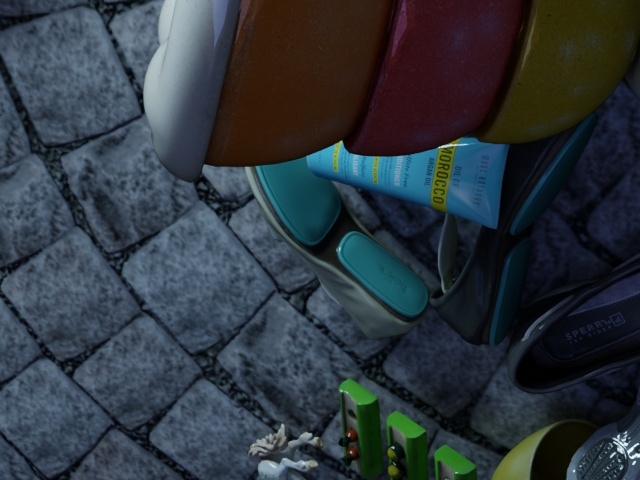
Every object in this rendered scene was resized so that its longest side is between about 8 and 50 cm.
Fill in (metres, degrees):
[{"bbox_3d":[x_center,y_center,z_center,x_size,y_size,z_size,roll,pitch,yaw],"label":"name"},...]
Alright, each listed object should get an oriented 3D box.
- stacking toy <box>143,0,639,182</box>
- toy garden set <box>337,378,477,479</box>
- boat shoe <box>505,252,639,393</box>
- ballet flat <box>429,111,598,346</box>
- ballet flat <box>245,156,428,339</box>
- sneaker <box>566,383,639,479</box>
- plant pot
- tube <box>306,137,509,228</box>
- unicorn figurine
[{"bbox_3d":[0.122,-0.178,1.397,0.480,0.350,0.350,11,122,-5],"label":"stacking toy"},{"bbox_3d":[0.101,0.280,1.833,0.244,0.049,0.204,32,142,37],"label":"toy garden set"},{"bbox_3d":[0.314,0.056,1.663,0.335,0.095,0.112,-29,104,31],"label":"boat shoe"},{"bbox_3d":[0.162,-0.023,1.687,0.096,0.095,0.280,31,125,18],"label":"ballet flat"},{"bbox_3d":[0.000,0.000,1.773,0.086,0.086,0.248,-35,102,32],"label":"ballet flat"},{"bbox_3d":[0.341,0.179,1.737,0.232,0.090,0.115,-45,137,18],"label":"sneaker"},{"bbox_3d":[0.222,0.246,1.796,0.095,0.134,0.134,-18,111,52],"label":"plant pot"},{"bbox_3d":[0.082,-0.067,1.675,0.207,0.052,0.080,12,101,37],"label":"tube"},{"bbox_3d":[-0.022,0.273,1.944,0.111,0.060,0.162,-27,88,31],"label":"unicorn figurine"}]
